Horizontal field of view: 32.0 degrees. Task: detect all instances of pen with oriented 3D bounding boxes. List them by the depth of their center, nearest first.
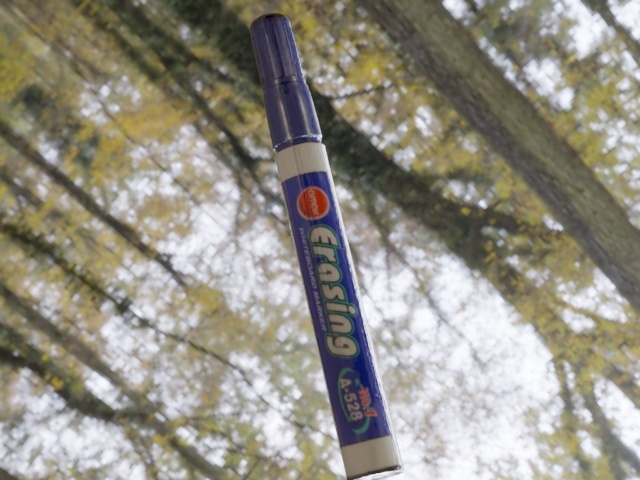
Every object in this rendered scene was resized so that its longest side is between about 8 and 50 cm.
[{"bbox_3d":[0.000,0.000,0.471,0.025,0.025,0.204,-23,-105,39],"label":"pen"}]
